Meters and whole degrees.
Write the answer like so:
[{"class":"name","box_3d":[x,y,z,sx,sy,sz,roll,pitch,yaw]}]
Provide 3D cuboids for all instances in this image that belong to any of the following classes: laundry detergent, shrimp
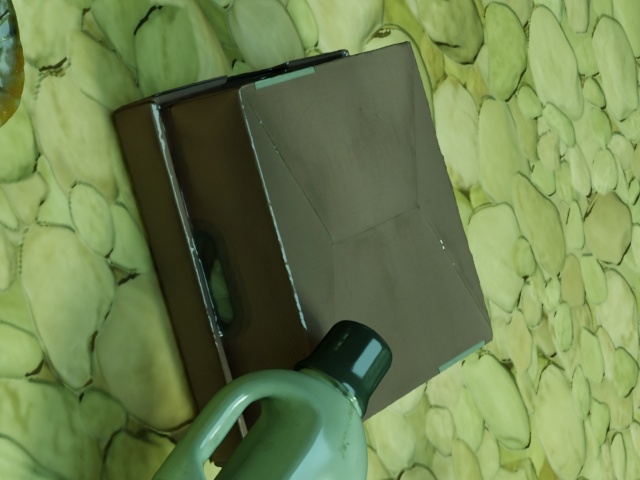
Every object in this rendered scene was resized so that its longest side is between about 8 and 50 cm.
[{"class":"laundry detergent","box_3d":[-0.036,0.133,0.863,0.099,0.070,0.225,42,68,-15]},{"class":"shrimp","box_3d":[-0.179,-0.110,0.845,0.083,0.023,0.114,3,80,-53]}]

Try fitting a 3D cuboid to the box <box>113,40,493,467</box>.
[{"class":"box","box_3d":[0.000,0.000,1.015,0.215,0.086,0.215,-23,99,-55]}]
